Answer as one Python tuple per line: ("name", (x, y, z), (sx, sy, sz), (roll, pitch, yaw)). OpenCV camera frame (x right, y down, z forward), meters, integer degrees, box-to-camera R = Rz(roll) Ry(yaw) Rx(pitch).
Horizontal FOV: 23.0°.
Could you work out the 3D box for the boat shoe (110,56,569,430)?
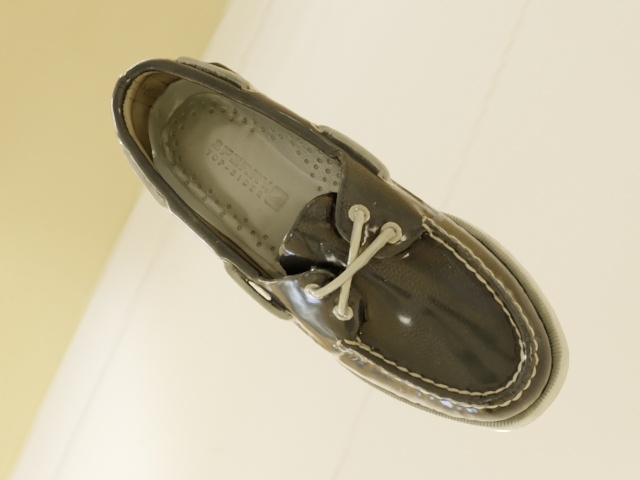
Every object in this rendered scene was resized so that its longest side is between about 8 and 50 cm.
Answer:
("boat shoe", (0.000, 0.000, 0.870), (0.302, 0.091, 0.114), (33, -85, 25))
